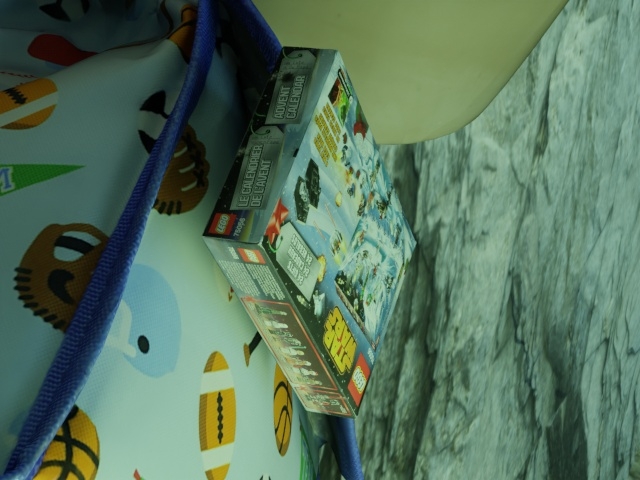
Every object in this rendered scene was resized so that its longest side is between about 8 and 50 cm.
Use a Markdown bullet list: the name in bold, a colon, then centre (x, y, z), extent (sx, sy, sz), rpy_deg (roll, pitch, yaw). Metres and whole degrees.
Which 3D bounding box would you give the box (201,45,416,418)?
- **box**: centre (0.000, 0.000, 0.620), extent (0.137, 0.027, 0.094), rpy_deg (64, 39, -51)

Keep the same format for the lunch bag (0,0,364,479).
- **lunch bag**: centre (-0.109, 0.055, 0.721), extent (0.385, 0.239, 0.328), rpy_deg (-72, 159, -45)

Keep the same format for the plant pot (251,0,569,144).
- **plant pot**: centre (0.043, -0.219, 0.831), extent (0.323, 0.323, 0.280), rpy_deg (-45, 159, -46)
